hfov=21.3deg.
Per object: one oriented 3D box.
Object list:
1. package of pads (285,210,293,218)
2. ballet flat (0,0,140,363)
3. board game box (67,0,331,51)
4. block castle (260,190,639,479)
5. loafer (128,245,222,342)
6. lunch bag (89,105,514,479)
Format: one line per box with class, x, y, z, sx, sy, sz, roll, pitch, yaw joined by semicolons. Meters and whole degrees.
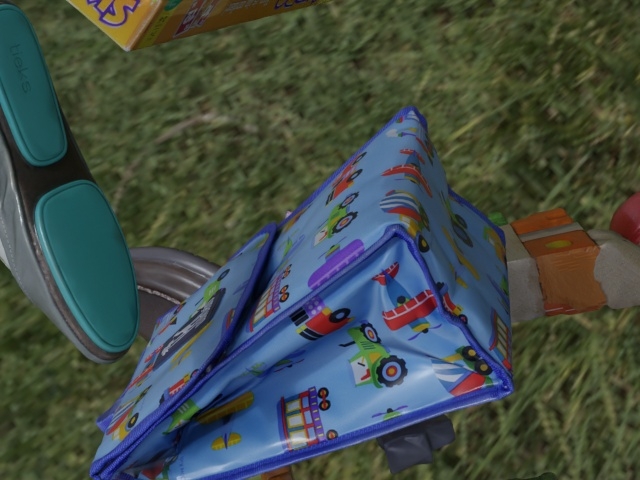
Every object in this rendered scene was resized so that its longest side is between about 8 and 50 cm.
package of pads;0.000;0.000;1.681;0.032;0.083;0.050;47;126;53
ballet flat;-0.162;-0.029;0.940;0.068;0.072;0.213;-18;93;37
board game box;-0.068;-0.149;0.773;0.124;0.259;0.039;41;115;8
block castle;0.140;0.137;1.495;0.453;0.213;0.303;-12;107;0
loafer;-0.108;0.115;1.881;0.366;0.130;0.134;18;150;19
lunch bag;-0.026;0.068;1.159;0.293;0.221;0.138;-31;108;17
